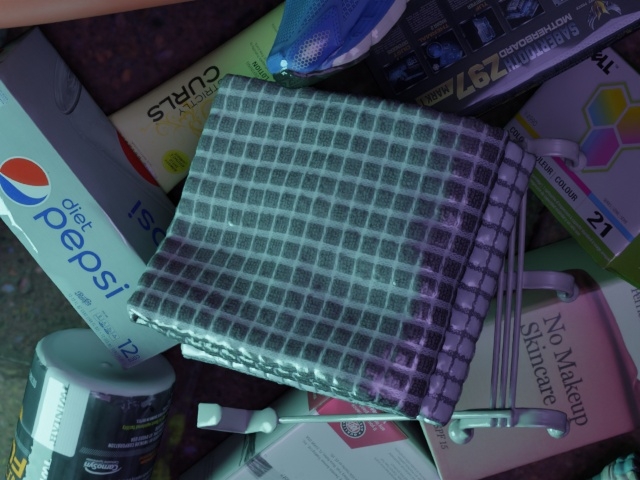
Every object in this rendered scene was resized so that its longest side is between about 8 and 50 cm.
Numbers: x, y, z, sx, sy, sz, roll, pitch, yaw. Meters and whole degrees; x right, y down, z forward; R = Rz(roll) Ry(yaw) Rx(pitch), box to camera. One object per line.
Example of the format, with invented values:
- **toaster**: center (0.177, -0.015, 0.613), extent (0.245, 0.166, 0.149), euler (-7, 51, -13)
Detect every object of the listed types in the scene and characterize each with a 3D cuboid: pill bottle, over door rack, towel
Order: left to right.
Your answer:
- **pill bottle**: center (-0.220, 0.214, 1.505), extent (0.130, 0.130, 0.246), euler (14, 109, -7)
- **towel**: center (0.000, 0.000, 1.292), extent (0.283, 0.121, 0.235), euler (13, 84, 34)
- **over door rack**: center (0.066, 0.044, 1.376), extent (0.324, 0.108, 0.239), euler (-3, 75, 31)

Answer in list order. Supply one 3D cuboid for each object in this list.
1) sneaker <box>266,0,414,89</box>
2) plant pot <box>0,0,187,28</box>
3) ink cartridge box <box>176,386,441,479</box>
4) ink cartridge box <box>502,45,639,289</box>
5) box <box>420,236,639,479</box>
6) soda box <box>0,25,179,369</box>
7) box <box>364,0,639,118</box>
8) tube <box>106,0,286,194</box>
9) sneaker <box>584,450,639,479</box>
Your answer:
- **sneaker**: center (0.007, -0.271, 1.273), extent (0.147, 0.130, 0.330), euler (23, 71, -26)
- **plant pot**: center (-0.196, -0.287, 1.267), extent (0.243, 0.275, 0.275), euler (-15, 110, 15)
- **ink cartridge box**: center (-0.008, 0.229, 1.538), extent (0.218, 0.092, 0.158), euler (-39, 106, 10)
- **ink cartridge box**: center (0.293, -0.109, 1.365), extent (0.097, 0.189, 0.255), euler (27, 110, -43)
- **box**: center (0.192, 0.102, 1.479), extent (0.232, 0.127, 0.149), euler (-19, 109, 5)
- **soda box**: center (-0.205, -0.035, 1.423), extent (0.091, 0.098, 0.286), euler (-27, 109, 28)
- **box**: center (0.135, -0.209, 1.367), extent (0.232, 0.059, 0.183), euler (-29, 84, 9)
- **tube**: center (-0.085, -0.125, 1.427), extent (0.240, 0.062, 0.070), euler (-34, 65, 18)
- **sneaker**: center (0.326, 0.329, 1.595), extent (0.122, 0.110, 0.283), euler (-27, 107, 27)
